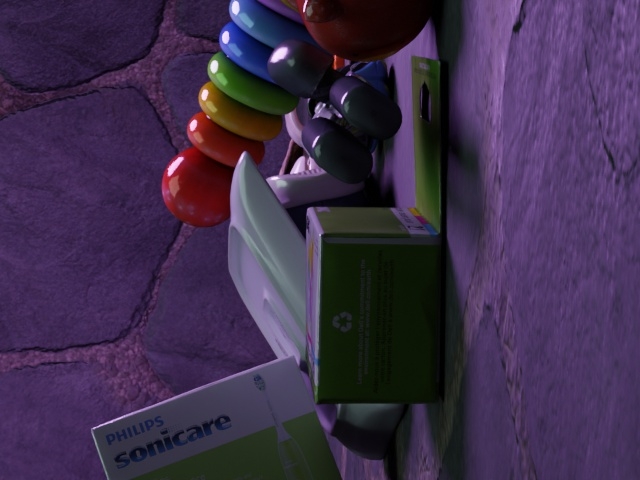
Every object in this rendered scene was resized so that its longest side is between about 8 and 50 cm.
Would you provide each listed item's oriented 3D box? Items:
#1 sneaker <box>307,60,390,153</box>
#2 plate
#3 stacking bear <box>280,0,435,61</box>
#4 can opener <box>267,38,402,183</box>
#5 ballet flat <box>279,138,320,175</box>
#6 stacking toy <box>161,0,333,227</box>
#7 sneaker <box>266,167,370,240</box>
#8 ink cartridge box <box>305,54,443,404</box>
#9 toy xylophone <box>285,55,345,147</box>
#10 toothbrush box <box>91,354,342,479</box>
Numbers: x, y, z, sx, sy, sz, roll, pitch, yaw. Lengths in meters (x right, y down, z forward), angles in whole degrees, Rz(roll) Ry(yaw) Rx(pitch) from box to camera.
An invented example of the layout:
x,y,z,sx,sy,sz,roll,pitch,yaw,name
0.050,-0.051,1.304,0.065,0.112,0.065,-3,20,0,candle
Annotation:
x,y,z,sx,sy,sz,roll,pitch,yaw,name
0.025,-0.133,1.822,0.188,0.078,0.067,99,170,-74,sneaker
-0.019,0.079,1.758,0.277,0.045,0.278,57,168,13,plate
0.014,-0.239,1.475,0.289,0.175,0.164,-113,14,-57,stacking bear
-0.002,-0.103,1.399,0.076,0.095,0.283,-56,7,4,can opener
-0.015,-0.071,2.378,0.316,0.107,0.106,-99,23,-67,ballet flat
-0.070,-0.161,1.973,0.141,0.141,0.330,-99,34,-70,stacking toy
0.000,0.000,1.920,0.350,0.131,0.148,-33,-70,-87,sneaker
0.039,-0.015,1.435,0.189,0.097,0.255,-112,22,-82,ink cartridge box
0.000,-0.250,2.219,0.236,0.081,0.323,-126,36,-84,toy xylophone
-0.072,0.281,1.735,0.122,0.206,0.283,104,145,-75,toothbrush box
